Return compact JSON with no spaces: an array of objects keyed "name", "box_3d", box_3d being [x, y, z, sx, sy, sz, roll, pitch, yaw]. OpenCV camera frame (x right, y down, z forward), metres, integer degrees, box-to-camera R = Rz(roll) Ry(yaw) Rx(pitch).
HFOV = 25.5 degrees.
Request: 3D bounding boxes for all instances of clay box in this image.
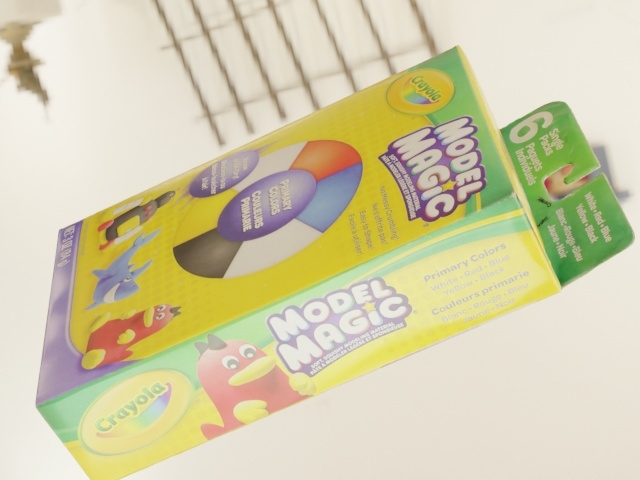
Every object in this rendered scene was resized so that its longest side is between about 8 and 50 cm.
[{"name":"clay box","box_3d":[0.000,0.000,0.556,0.222,0.053,0.127,-25,-149,9]}]
